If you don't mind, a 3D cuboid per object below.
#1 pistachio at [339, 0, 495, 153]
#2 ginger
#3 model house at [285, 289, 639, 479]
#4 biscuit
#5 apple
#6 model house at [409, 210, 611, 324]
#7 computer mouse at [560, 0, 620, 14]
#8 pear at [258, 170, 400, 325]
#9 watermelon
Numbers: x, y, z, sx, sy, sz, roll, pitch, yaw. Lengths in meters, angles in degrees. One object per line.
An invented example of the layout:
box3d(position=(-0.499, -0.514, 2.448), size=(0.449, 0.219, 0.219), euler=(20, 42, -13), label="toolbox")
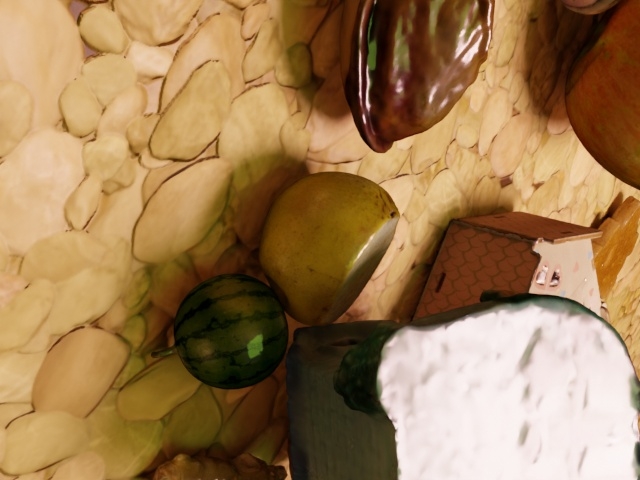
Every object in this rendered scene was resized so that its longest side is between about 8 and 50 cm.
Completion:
box3d(position=(0.081, -0.169, 0.670), size=(0.165, 0.130, 0.210), euler=(-22, 137, -45), label="pistachio")
box3d(position=(-0.106, 0.259, 0.780), size=(0.165, 0.067, 0.096), euler=(24, 94, -41), label="ginger")
box3d(position=(0.095, 0.171, 0.792), size=(0.294, 0.329, 0.252), euler=(-12, 94, -30), label="model house")
box3d(position=(0.481, 0.034, 1.357), size=(0.238, 0.041, 0.212), euler=(-25, 136, -39), label="biscuit")
box3d(position=(0.471, -0.202, 0.933), size=(0.339, 0.339, 0.340), euler=(-29, 133, -36), label="apple")
box3d(position=(0.222, 0.086, 0.993), size=(0.326, 0.169, 0.244), euler=(-41, 132, -28), label="model house")
box3d(position=(0.332, -0.370, 0.857), size=(0.056, 0.126, 0.245), euler=(9, 109, -19), label="computer mouse")
box3d(position=(0.000, 0.000, 0.702), size=(0.141, 0.104, 0.141), euler=(-48, 164, -18), label="pear")
box3d(position=(-0.080, 0.079, 0.665), size=(0.109, 0.109, 0.109), euler=(-29, 133, -36), label="watermelon")
